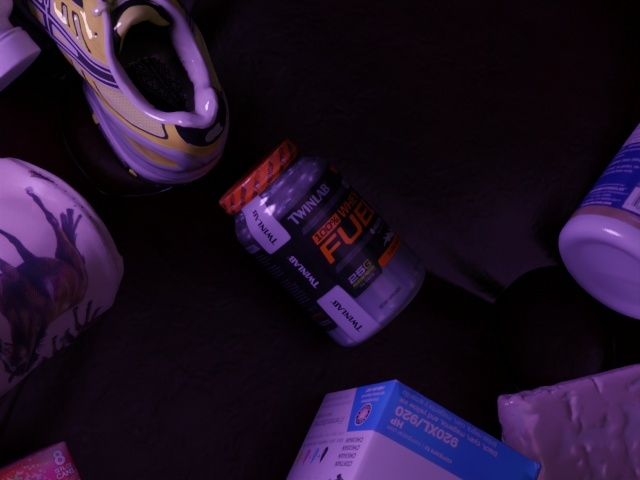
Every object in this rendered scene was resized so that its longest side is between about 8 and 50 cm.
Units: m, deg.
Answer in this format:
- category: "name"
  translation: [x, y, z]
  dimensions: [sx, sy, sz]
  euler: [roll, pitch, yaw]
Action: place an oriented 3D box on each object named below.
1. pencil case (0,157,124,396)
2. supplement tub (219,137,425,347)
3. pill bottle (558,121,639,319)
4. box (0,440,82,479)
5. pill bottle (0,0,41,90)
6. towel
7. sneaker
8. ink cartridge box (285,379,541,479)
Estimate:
- category: "pencil case"
  translation: [-0.361, 0.097, 1.044]
  dimensions: [0.410, 0.183, 0.160]
  euler: [-39, 131, -29]
- category: "supplement tub"
  translation: [0.000, 0.000, 1.255]
  dimensions: [0.190, 0.117, 0.117]
  euler: [46, 67, -9]
- category: "pill bottle"
  translation: [0.384, -0.054, 1.405]
  dimensions: [0.153, 0.153, 0.264]
  euler: [44, 67, -10]
- category: "box"
  translation: [-0.311, 0.273, 1.071]
  dimensions: [0.257, 0.122, 0.128]
  euler: [-22, 88, -24]
- category: "pill bottle"
  translation: [-0.342, -0.216, 1.158]
  dimensions: [0.193, 0.108, 0.108]
  euler: [48, 67, -8]
- category: "towel"
  translation: [0.349, 0.292, 1.375]
  dimensions: [0.317, 0.053, 0.331]
  euler: [-11, 87, -25]
- category: "sneaker"
  translation: [-0.199, -0.233, 1.200]
  dimensions: [0.145, 0.147, 0.384]
  euler: [-40, 95, -22]
- category: "ink cartridge box"
  translation: [0.054, 0.273, 1.196]
  dimensions: [0.168, 0.171, 0.232]
  euler: [32, 69, -14]
